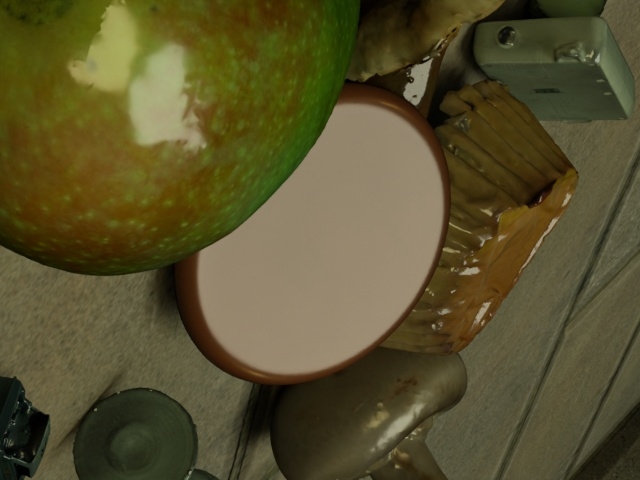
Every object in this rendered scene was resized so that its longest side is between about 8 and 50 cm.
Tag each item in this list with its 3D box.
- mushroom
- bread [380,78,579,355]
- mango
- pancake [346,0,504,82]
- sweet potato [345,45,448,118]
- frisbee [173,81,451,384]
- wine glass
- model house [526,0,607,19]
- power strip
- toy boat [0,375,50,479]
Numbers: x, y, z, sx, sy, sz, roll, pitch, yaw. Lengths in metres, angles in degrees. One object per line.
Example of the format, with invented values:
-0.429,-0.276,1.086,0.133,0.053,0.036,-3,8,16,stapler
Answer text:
0.066,0.191,1.794,0.207,0.215,0.207,-33,168,-8,mushroom
0.111,-0.007,1.678,0.274,0.149,0.274,-43,160,-19,bread
-0.084,-0.103,0.959,0.382,0.201,0.225,-38,138,-73,mango
0.097,-0.241,1.093,0.356,0.065,0.356,-48,-153,35,pancake
0.057,-0.126,1.470,0.077,0.077,0.244,-26,139,-55,sweet potato
0.000,0.000,1.434,0.250,0.021,0.251,-15,121,-28,frisbee
-0.073,0.152,1.588,0.264,0.096,0.309,-50,162,-13,wine glass
0.223,-0.214,1.756,0.079,0.066,0.083,-58,-177,-25,model house
0.220,-0.156,1.740,0.270,0.118,0.046,28,64,-72,power strip
-0.215,0.141,1.286,0.141,0.060,0.055,97,8,-64,toy boat
